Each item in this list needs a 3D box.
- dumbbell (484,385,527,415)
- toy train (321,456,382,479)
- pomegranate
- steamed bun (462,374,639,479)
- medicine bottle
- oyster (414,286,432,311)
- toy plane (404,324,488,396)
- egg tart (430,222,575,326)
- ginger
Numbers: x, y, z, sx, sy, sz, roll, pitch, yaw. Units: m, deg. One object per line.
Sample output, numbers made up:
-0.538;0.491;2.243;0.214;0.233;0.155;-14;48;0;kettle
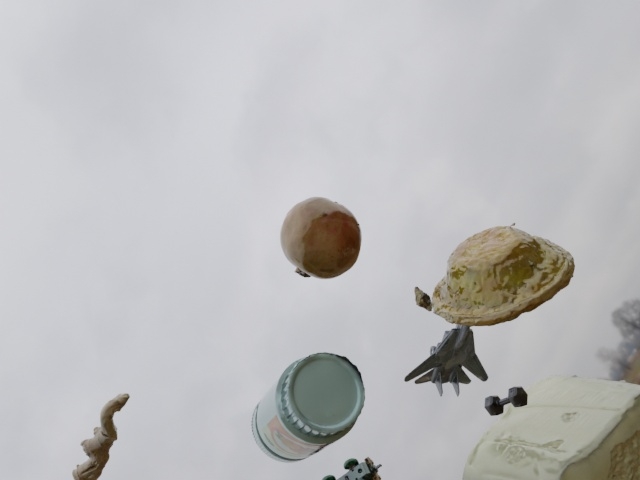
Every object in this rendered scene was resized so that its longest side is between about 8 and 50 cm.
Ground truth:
0.341;0.296;1.253;0.036;0.040;0.083;-32;-5;-45;dumbbell
0.087;0.698;1.902;0.228;0.091;0.136;-36;-52;3;toy train
0.001;-0.003;1.546;0.191;0.191;0.191;-41;-30;-30;pomegranate
0.569;0.512;1.539;0.456;0.371;0.289;-29;-81;-28;steamed bun
-0.028;0.319;1.279;0.158;0.158;0.318;-43;-9;-28;medicine bottle
0.346;0.198;2.288;0.051;0.093;0.034;-49;-1;-40;oyster
0.312;0.235;1.583;0.212;0.088;0.267;2;-63;-11;toy plane
0.364;0.060;1.426;0.319;0.319;0.128;-38;-72;-34;egg tart
-0.537;0.485;1.659;0.075;0.089;0.288;-12;-50;-60;ginger
